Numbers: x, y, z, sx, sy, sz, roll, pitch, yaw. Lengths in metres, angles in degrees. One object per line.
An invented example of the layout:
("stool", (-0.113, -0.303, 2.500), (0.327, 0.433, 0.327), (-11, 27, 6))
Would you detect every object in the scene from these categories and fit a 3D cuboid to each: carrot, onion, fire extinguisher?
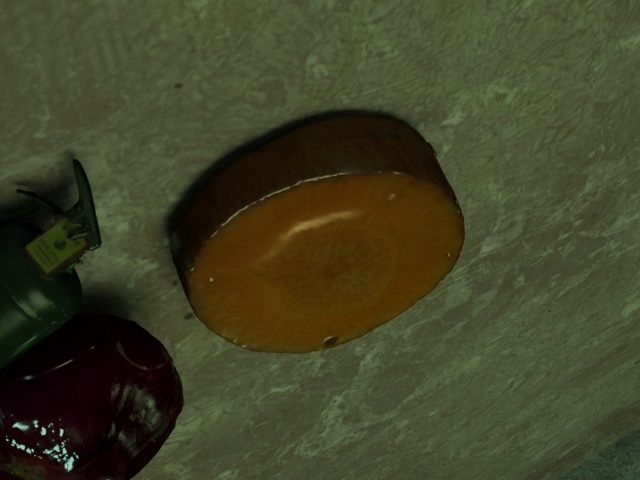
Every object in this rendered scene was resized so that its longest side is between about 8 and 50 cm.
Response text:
("carrot", (0.000, 0.000, 0.914), (0.307, 0.100, 0.258), (-5, 135, -36))
("onion", (-0.217, 0.167, 0.828), (0.195, 0.218, 0.139), (-24, 120, -5))
("fire extinguisher", (-0.291, 0.064, 0.738), (0.311, 0.114, 0.095), (-34, -167, 1))
